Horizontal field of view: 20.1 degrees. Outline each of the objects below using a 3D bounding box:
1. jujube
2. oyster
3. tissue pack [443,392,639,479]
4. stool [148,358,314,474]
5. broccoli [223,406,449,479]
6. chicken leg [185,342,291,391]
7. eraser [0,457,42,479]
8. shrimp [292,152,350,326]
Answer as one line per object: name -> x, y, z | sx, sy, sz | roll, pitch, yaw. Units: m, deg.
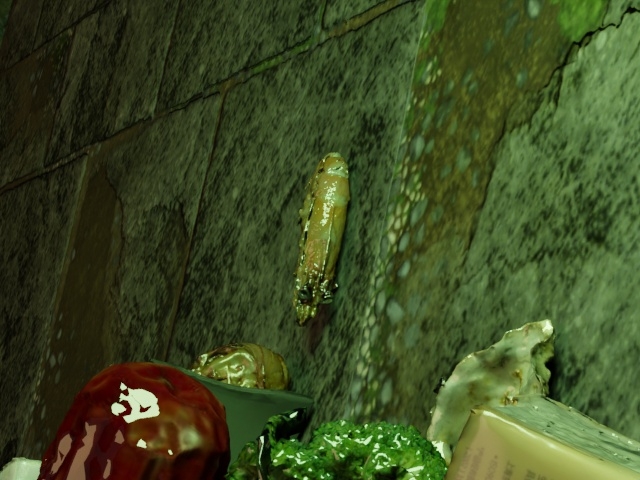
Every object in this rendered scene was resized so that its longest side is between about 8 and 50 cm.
jujube -> -0.149, 0.205, 1.325 | 0.230, 0.155, 0.155 | -68, 23, 7
oyster -> 0.121, 0.129, 1.287 | 0.148, 0.051, 0.103 | -39, 35, 30
tissue pack -> 0.151, 0.260, 0.988 | 0.238, 0.238, 0.306 | 35, 107, 66
stool -> -0.099, 0.287, 1.537 | 0.270, 0.170, 0.244 | -65, 25, 19
broccoli -> 0.002, 0.284, 1.187 | 0.303, 0.283, 0.321 | 25, 109, 35
chicken leg -> -0.102, 0.174, 1.731 | 0.087, 0.107, 0.251 | 68, 153, 17
eraser -> -0.258, 0.338, 1.534 | 0.130, 0.086, 0.287 | -33, 46, 58
shrimp -> 0.000, 0.000, 1.674 | 0.091, 0.043, 0.184 | 124, 159, -51
